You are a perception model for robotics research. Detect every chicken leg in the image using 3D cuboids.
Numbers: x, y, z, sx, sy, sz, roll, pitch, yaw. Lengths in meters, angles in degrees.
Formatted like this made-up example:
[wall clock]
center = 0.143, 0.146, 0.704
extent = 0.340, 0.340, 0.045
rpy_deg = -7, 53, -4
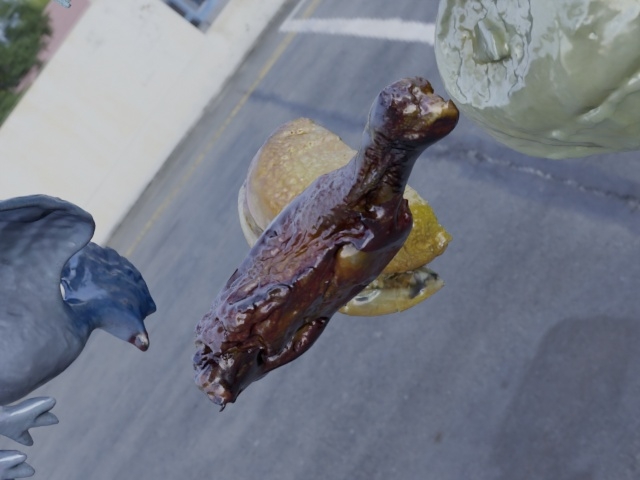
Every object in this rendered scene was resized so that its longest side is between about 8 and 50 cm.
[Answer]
[chicken leg]
center = 0.000, 0.000, 0.830
extent = 0.158, 0.096, 0.407
rpy_deg = -32, -14, -44

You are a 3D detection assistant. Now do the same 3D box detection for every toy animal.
[toy animal]
center = -0.198, 0.056, 0.584
extent = 0.239, 0.255, 0.176
rpy_deg = -51, 42, 26

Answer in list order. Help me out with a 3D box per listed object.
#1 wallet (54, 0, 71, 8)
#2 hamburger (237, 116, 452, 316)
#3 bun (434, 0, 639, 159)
[wallet]
center = -0.195, -0.188, 0.424
extent = 0.176, 0.250, 0.075
rpy_deg = 0, 68, 62
[hamburger]
center = -0.001, -0.014, 1.165
extent = 0.157, 0.283, 0.144
rpy_deg = -37, -34, -25
[bun]
center = 0.289, -0.185, 0.939
extent = 0.364, 0.202, 0.364
rpy_deg = -18, -9, -3
